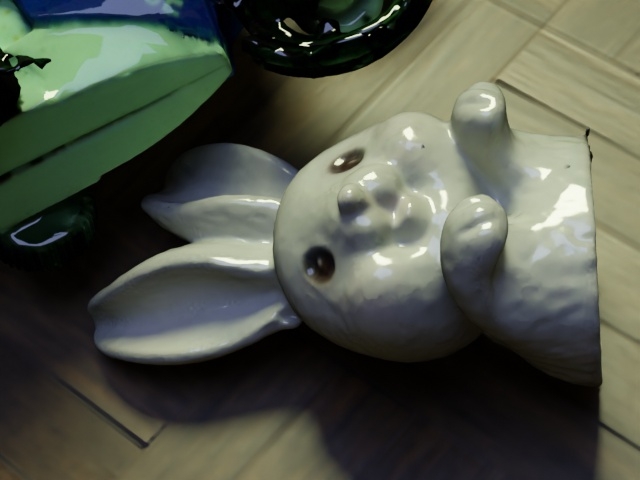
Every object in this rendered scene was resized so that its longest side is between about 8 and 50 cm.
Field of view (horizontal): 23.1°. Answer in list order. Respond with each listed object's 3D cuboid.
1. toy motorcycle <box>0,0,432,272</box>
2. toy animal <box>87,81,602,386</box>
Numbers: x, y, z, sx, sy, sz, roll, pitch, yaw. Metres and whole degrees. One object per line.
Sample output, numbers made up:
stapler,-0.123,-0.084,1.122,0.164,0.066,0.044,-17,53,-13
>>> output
toy motorcycle,-0.116,-0.102,0.683,0.331,0.125,0.196,-21,51,4
toy animal,0.003,-0.002,0.627,0.221,0.131,0.103,1,71,13
